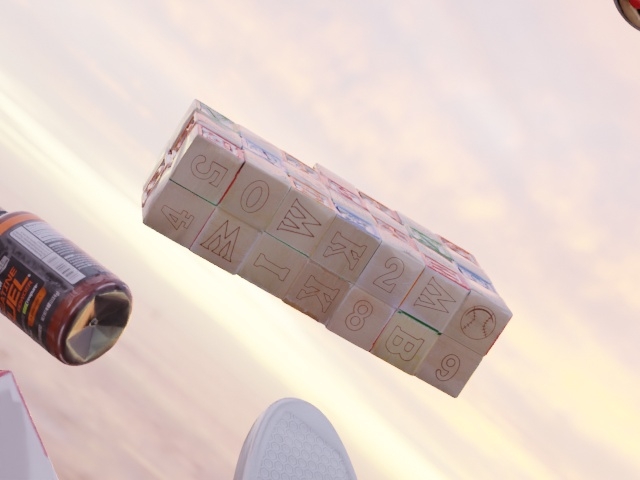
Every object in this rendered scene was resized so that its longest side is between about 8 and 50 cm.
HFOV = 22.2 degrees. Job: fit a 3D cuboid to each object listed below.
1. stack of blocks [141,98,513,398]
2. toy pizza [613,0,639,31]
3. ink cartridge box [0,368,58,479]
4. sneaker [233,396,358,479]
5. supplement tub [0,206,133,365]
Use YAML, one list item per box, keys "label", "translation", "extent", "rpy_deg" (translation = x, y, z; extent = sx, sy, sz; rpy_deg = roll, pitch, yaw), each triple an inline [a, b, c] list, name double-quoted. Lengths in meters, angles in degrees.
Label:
- label: "stack of blocks"
  translation: [0.000, 0.000, 1.360]
  extent: [0.297, 0.087, 0.171]
  rpy_deg: [30, 11, -14]
- label: "toy pizza"
  translation: [0.437, -0.322, 1.912]
  extent: [0.201, 0.201, 0.032]
  rpy_deg: [43, 16, -35]
- label: "ink cartridge box"
  translation: [-0.294, 0.190, 1.367]
  extent: [0.218, 0.092, 0.158]
  rpy_deg: [-5, -72, 64]
- label: "sneaker"
  translation: [-0.051, 0.246, 1.004]
  extent: [0.105, 0.295, 0.147]
  rpy_deg: [22, -37, -32]
- label: "supplement tub"
  translation: [-0.292, 0.038, 1.680]
  extent: [0.198, 0.106, 0.106]
  rpy_deg: [34, -8, 30]
